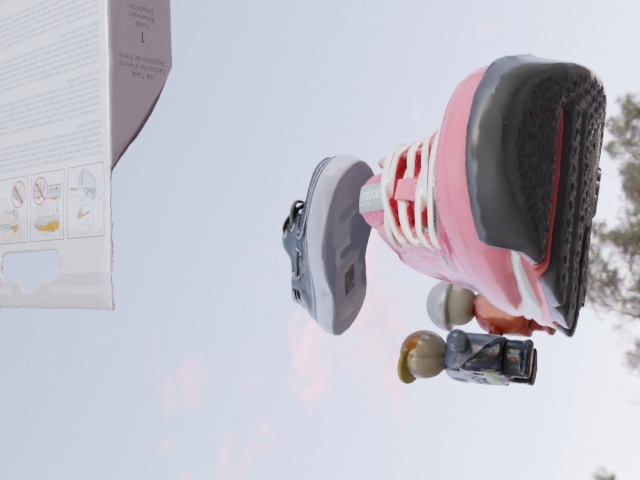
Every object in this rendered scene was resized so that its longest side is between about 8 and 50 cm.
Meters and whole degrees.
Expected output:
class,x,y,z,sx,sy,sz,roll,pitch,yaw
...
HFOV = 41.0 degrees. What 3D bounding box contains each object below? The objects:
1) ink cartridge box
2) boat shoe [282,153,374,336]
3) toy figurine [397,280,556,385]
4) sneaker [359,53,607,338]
class,x,y,z,sx,sy,sz,roll,pitch,yaw
ink cartridge box,-0.165,-0.070,0.540,0.056,0.181,0.224,-3,-91,-48
boat shoe,0.000,0.000,0.768,0.080,0.076,0.228,-48,-25,-25
toy figurine,0.152,0.031,0.863,0.209,0.148,0.213,-41,-51,-59
sneaker,0.077,-0.012,0.464,0.314,0.136,0.115,25,-107,-71
